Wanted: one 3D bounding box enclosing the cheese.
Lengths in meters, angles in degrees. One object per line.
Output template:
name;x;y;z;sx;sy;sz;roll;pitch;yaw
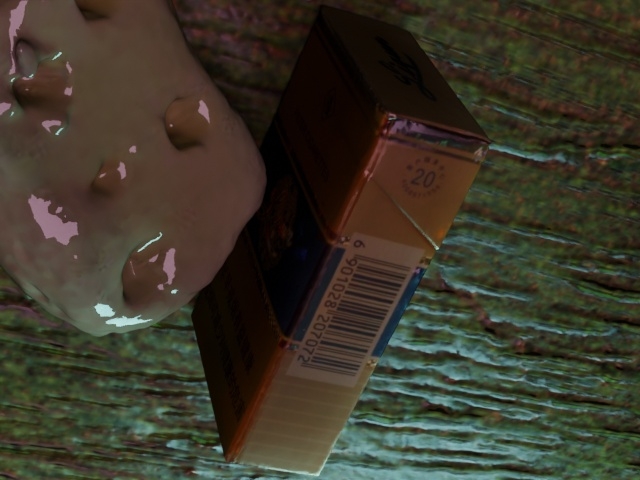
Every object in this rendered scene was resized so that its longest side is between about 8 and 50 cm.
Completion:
cheese;-0.131;-0.070;0.615;0.159;0.093;0.263;-42;129;-20

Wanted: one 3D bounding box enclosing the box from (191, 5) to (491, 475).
box;0.000;0.000;0.691;0.070;0.152;0.237;16;116;-23
